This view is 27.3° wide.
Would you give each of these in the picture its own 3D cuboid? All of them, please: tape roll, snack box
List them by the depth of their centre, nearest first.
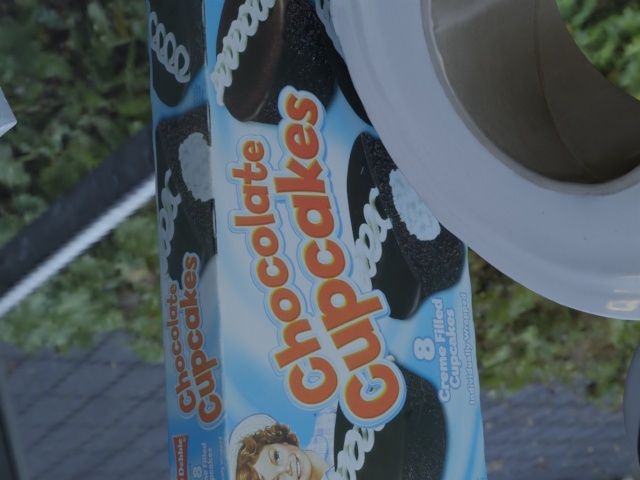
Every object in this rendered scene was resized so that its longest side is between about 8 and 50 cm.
[{"bbox_3d":[0.134,-0.108,0.614,0.100,0.286,0.286,-31,165,-33],"label":"tape roll"},{"bbox_3d":[0.000,0.000,0.739,0.187,0.322,0.060,4,168,-40],"label":"snack box"}]

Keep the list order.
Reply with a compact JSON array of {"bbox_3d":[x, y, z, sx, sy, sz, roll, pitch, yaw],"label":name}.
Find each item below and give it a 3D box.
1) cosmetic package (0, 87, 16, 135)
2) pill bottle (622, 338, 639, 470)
[{"bbox_3d":[-0.494,-0.050,1.222,0.284,0.097,0.377,-28,-178,-41],"label":"cosmetic package"},{"bbox_3d":[0.148,0.086,0.243,0.119,0.208,0.119,-7,129,-9],"label":"pill bottle"}]
